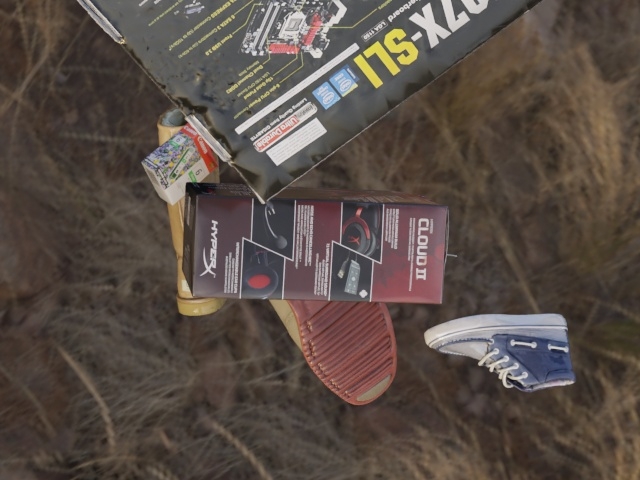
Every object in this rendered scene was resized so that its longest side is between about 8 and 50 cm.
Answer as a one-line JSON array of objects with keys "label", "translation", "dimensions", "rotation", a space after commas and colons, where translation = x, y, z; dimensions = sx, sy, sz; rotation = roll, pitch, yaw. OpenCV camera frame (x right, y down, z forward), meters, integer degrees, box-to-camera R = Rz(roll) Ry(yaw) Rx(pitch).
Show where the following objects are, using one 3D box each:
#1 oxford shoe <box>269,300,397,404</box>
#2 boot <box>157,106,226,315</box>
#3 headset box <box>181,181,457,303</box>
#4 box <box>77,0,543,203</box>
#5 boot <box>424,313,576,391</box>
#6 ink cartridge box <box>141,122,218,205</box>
[{"label": "oxford shoe", "translation": [-0.009, 0.063, 1.592], "dimensions": [0.123, 0.130, 0.348], "rotation": [-34, 120, -11]}, {"label": "boot", "translation": [-0.160, -0.060, 1.727], "dimensions": [0.089, 0.236, 0.270], "rotation": [-4, 109, 3]}, {"label": "headset box", "translation": [0.000, 0.000, 1.361], "dimensions": [0.293, 0.218, 0.110], "rotation": [2, 96, -10]}, {"label": "box", "translation": [0.007, -0.213, 0.815], "dimensions": [0.257, 0.322, 0.079], "rotation": [47, 13, -32]}, {"label": "boot", "translation": [0.221, 0.138, 1.493], "dimensions": [0.190, 0.069, 0.086], "rotation": [-2, 68, -18]}, {"label": "ink cartridge box", "translation": [-0.153, -0.102, 1.477], "dimensions": [0.115, 0.029, 0.063], "rotation": [-42, 139, -18]}]
